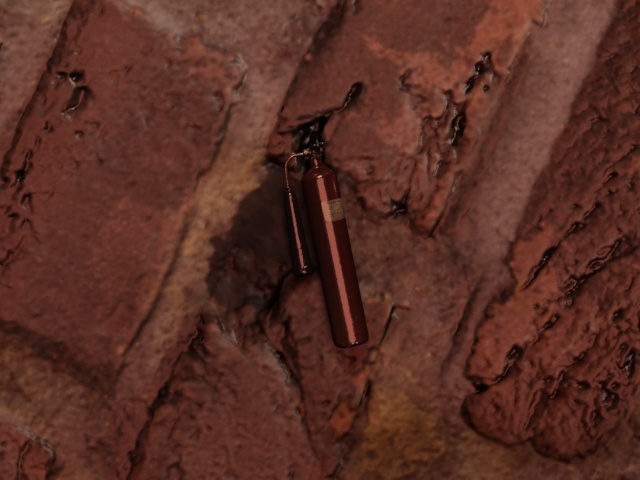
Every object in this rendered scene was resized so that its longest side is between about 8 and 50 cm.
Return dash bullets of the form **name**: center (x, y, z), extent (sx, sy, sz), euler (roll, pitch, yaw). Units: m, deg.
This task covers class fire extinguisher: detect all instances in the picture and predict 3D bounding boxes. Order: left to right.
- **fire extinguisher**: center (0.000, 0.000, 1.371), extent (0.049, 0.035, 0.173), euler (-8, 96, 29)

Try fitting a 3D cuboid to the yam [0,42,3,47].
- **yam**: center (-0.355, -0.041, 1.237), extent (0.168, 0.168, 0.304), euler (27, 88, -11)
